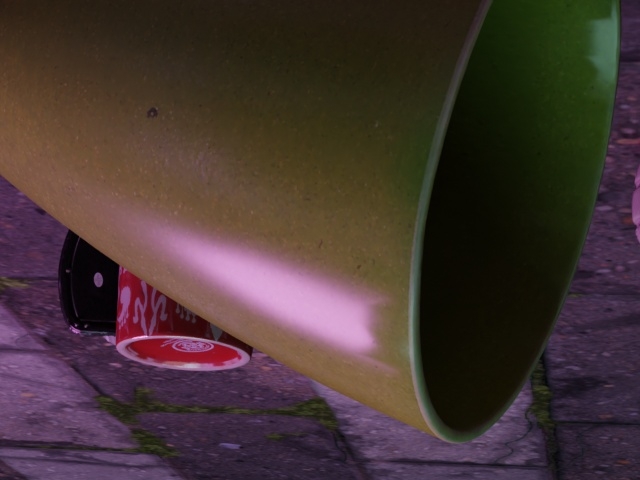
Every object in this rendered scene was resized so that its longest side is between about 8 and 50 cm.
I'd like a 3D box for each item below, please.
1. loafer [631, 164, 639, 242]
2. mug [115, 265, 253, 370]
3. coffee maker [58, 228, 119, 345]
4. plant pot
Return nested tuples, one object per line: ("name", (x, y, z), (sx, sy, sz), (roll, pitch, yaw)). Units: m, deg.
("loafer", (0.350, -0.035, 1.210), (0.111, 0.112, 0.319), (14, 168, -42))
("mug", (-0.086, 0.002, 1.302), (0.113, 0.169, 0.150), (5, 161, -4))
("coffee maker", (-0.109, 0.046, 1.483), (0.171, 0.120, 0.178), (26, 175, 7))
("plant pot", (-0.027, -0.064, 0.999), (0.294, 0.274, 0.275), (14, 167, 23))
